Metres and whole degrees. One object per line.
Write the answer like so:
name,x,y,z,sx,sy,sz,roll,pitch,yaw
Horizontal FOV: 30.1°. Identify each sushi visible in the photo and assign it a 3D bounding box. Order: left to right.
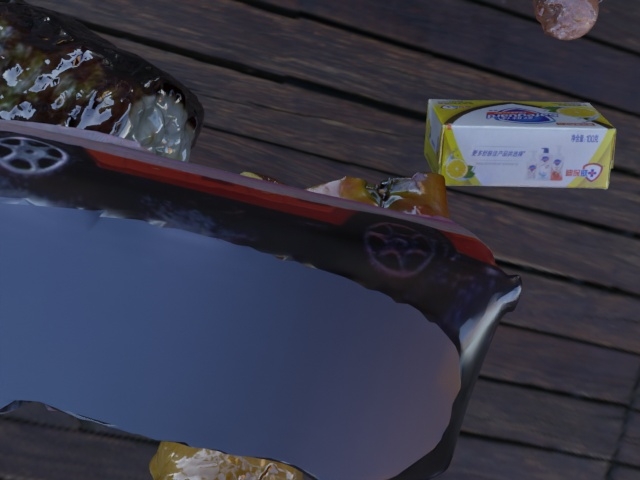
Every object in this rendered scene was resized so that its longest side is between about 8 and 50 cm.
sushi,-0.318,-0.119,1.439,0.294,0.281,0.299,28,63,17

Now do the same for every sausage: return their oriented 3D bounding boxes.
sausage,0.262,-0.316,1.223,0.078,0.078,0.304,29,52,-20

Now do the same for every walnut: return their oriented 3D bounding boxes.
walnut,-0.109,0.256,1.496,0.211,0.167,0.087,2,104,-40

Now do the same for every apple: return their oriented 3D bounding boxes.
apple,0.000,0.000,1.630,0.295,0.365,0.328,44,58,-19

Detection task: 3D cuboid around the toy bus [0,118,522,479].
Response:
toy bus,-0.065,0.027,0.589,0.303,0.147,0.127,13,104,-6

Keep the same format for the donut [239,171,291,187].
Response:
donut,-0.047,-0.026,1.267,0.140,0.140,0.059,28,100,-20

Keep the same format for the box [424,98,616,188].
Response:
box,0.299,-0.149,1.817,0.265,0.168,0.097,1,110,-1
